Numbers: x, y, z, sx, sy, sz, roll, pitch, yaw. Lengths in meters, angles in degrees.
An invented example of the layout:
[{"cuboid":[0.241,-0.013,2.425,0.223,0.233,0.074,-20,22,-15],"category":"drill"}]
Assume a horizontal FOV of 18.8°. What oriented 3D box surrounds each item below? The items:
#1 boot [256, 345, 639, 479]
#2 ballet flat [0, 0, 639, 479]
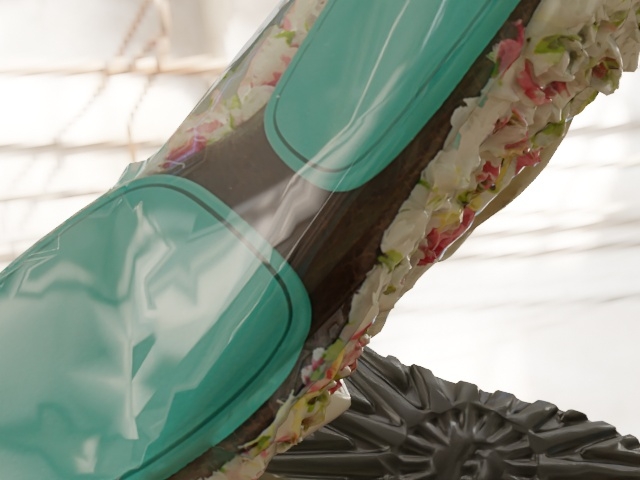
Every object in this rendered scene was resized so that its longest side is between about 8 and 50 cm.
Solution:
[{"cuboid":[0.035,0.125,0.573,0.076,0.189,0.208,-43,-30,-34],"category":"boot"},{"cuboid":[0.000,0.000,0.439,0.241,0.091,0.077,-45,-37,5],"category":"ballet flat"}]
